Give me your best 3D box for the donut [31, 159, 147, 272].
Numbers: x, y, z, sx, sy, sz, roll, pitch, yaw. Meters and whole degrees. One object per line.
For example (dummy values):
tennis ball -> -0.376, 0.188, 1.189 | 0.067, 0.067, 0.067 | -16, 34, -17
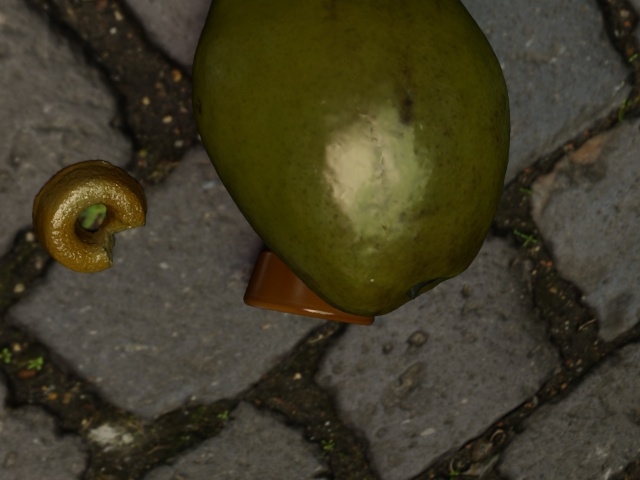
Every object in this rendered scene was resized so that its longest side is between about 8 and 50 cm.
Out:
donut -> -0.214, -0.019, 0.760 | 0.097, 0.043, 0.108 | 31, 96, -30

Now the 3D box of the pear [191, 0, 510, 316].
pear -> 0.029, -0.094, 0.682 | 0.253, 0.253, 0.307 | -18, 82, -12

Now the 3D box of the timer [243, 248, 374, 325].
timer -> 0.000, 0.000, 0.820 | 0.132, 0.132, 0.152 | 12, 85, -25
